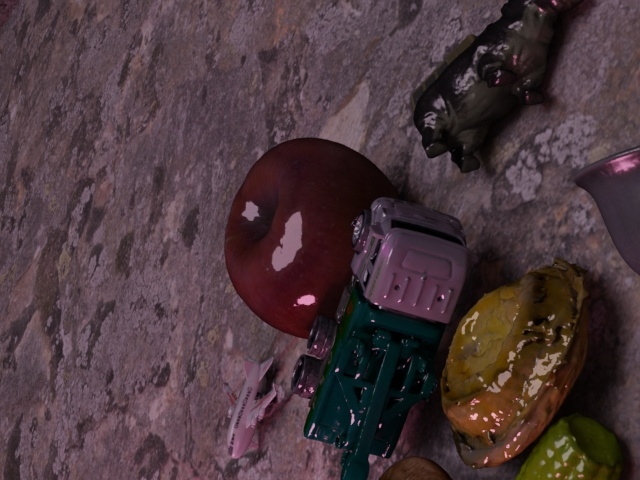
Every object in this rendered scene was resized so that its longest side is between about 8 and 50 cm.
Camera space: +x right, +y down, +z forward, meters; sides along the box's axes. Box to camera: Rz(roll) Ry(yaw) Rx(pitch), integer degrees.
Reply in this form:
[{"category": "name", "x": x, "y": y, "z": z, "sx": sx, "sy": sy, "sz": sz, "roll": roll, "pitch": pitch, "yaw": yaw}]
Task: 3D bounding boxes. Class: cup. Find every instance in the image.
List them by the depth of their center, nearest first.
[{"category": "cup", "x": 0.387, "y": -0.021, "z": 1.338, "sx": 0.199, "sy": 0.199, "sz": 0.150, "roll": -25, "pitch": 74, "yaw": 50}]

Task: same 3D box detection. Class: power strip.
[{"category": "power strip", "x": 0.194, "y": -0.238, "z": 1.852, "sx": 0.169, "sy": 0.028, "sz": 0.076, "roll": -44, "pitch": 41, "yaw": 38}]

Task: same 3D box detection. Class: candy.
[{"category": "candy", "x": 0.263, "y": 0.297, "z": 1.437, "sx": 0.209, "sy": 0.096, "sz": 0.097, "roll": -60, "pitch": 34, "yaw": 24}]

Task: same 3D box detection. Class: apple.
[{"category": "apple", "x": 0.000, "y": 0.000, "z": 1.848, "sx": 0.305, "sy": 0.235, "sz": 0.306, "roll": -33, "pitch": 46, "yaw": 44}]

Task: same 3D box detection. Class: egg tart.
[{"category": "egg tart", "x": 0.224, "y": 0.140, "z": 1.510, "sx": 0.279, "sy": 0.095, "sz": 0.279, "roll": -57, "pitch": 16, "yaw": 26}]

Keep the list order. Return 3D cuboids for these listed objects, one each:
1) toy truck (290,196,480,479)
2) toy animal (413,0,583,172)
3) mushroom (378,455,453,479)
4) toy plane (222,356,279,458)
[{"category": "toy truck", "x": 0.086, "y": 0.135, "z": 1.652, "sx": 0.178, "sy": 0.176, "sz": 0.363, "roll": -115, "pitch": 42, "yaw": -73}, {"category": "toy animal", "x": 0.256, "y": -0.253, "z": 1.698, "sx": 0.343, "sy": 0.106, "sz": 0.168, "roll": -56, "pitch": 28, "yaw": 15}, {"category": "mushroom", "x": 0.122, "y": 0.399, "z": 1.547, "sx": 0.278, "sy": 0.146, "sz": 0.278, "roll": 172, "pitch": 90, "yaw": -67}, {"category": "toy plane", "x": -0.117, "y": 0.275, "z": 2.059, "sx": 0.162, "sy": 0.065, "sz": 0.171, "roll": -9, "pitch": 70, "yaw": 55}]
